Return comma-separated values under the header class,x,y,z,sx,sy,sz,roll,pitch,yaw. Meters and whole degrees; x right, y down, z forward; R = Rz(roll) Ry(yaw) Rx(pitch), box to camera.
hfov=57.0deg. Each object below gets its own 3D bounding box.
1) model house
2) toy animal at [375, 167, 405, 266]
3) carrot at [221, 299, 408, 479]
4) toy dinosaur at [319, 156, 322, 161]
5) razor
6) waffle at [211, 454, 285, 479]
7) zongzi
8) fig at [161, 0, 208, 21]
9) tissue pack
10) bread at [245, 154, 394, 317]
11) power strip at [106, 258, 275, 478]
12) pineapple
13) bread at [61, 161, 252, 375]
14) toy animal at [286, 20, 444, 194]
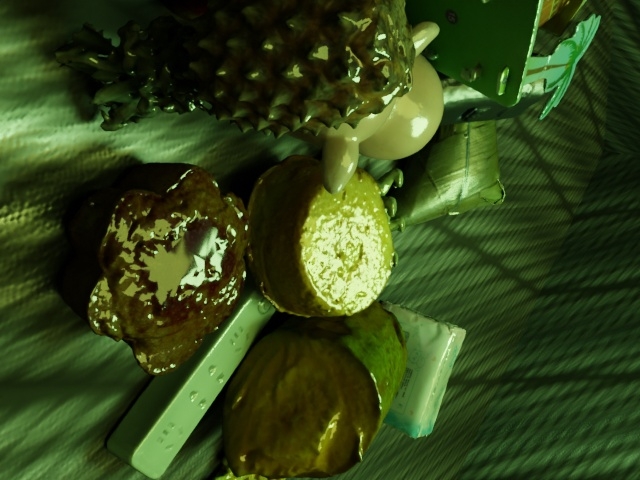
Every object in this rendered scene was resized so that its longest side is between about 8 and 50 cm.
class,x,y,z,sx,sy,sz,roll,pitch,yaw
model house,0.272,-0.374,0.904,0.324,0.300,0.340,-41,151,-17
toy animal,0.115,-0.034,1.208,0.103,0.101,0.218,-61,150,-53
carrot,0.005,0.231,0.987,0.341,0.242,0.241,-39,136,-59
toy dinosaur,0.017,-0.107,1.062,0.251,0.072,0.199,-21,130,-62
razor,0.264,-0.280,1.130,0.327,0.189,0.107,-13,82,-15
waffle,-0.105,0.410,1.113,0.237,0.059,0.243,-52,144,-28
zongzi,0.227,-0.190,1.297,0.361,0.160,0.322,-19,106,-21
fig,-0.109,-0.403,0.622,0.217,0.217,0.320,-27,107,-49
tissue pack,0.204,0.301,1.399,0.124,0.202,0.271,19,90,-61
bread,0.000,0.000,0.903,0.268,0.146,0.268,-6,98,-45
power strip,-0.166,0.172,0.904,0.385,0.062,0.091,-55,146,-25
pineapple,-0.093,-0.172,0.587,0.175,0.361,0.175,32,54,-58
bread,-0.193,0.017,0.719,0.246,0.135,0.232,-57,144,-23
toy animal,0.048,-0.212,0.822,0.326,0.269,0.237,21,112,-32
